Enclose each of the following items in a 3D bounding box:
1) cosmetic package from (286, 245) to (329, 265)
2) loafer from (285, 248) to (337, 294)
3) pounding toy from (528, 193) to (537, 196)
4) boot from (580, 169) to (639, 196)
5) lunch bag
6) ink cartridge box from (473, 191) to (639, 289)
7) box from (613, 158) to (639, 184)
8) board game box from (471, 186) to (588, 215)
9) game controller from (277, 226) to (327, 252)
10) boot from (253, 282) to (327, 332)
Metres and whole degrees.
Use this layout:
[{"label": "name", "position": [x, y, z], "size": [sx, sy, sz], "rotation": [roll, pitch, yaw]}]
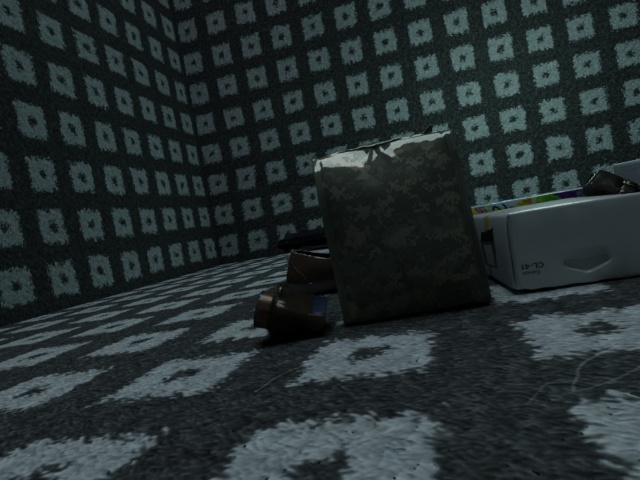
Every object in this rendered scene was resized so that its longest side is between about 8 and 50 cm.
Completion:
[{"label": "cosmetic package", "position": [0.119, 0.048, 1.433], "size": [0.377, 0.097, 0.284], "rotation": [-11, 0, -24]}, {"label": "loafer", "position": [0.081, 0.048, 1.101], "size": [0.366, 0.130, 0.134], "rotation": [-10, 2, 10]}, {"label": "pounding toy", "position": [0.825, -0.111, 1.630], "size": [0.206, 0.094, 0.181], "rotation": [-22, 25, -20]}, {"label": "boot", "position": [0.668, -0.090, 0.926], "size": [0.229, 0.091, 0.263], "rotation": [34, 32, 33]}, {"label": "lunch bag", "position": [0.125, -0.028, 0.758], "size": [0.235, 0.287, 0.169], "rotation": [-11, 2, 8]}, {"label": "ink cartridge box", "position": [0.420, -0.005, 0.839], "size": [0.226, 0.131, 0.306], "rotation": [-9, 0, 7]}, {"label": "box", "position": [0.878, -0.127, 1.170], "size": [0.181, 0.181, 0.119], "rotation": [-8, 2, 44]}, {"label": "board game box", "position": [0.477, -0.031, 1.094], "size": [0.275, 0.142, 0.144], "rotation": [-10, 2, 4]}, {"label": "game controller", "position": [0.000, 0.000, 1.493], "size": [0.166, 0.067, 0.319], "rotation": [6, -9, -37]}, {"label": "boot", "position": [-0.037, 0.122, 0.772], "size": [0.106, 0.082, 0.219], "rotation": [12, 0, 6]}]
